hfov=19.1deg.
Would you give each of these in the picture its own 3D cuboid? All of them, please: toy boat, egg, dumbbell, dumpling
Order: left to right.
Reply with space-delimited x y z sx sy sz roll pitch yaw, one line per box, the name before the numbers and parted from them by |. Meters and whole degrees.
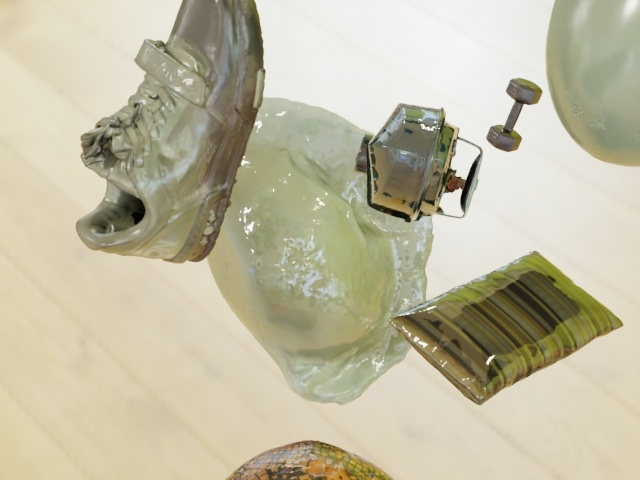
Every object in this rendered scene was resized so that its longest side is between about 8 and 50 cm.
dumpling | -0.022 0.019 2.197 0.270 0.320 0.212 -1 40 31
toy boat | 0.079 -0.060 1.491 0.103 0.093 0.246 15 -1 1
dumbbell | 0.216 -0.140 2.123 0.036 0.083 0.040 31 22 22
egg | 0.307 -0.195 1.642 0.203 0.203 0.283 34 98 46

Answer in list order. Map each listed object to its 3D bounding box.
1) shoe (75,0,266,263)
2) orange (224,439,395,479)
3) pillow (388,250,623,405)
shoe | -0.151 -0.107 1.760 0.149 0.293 0.109 -7 29 -36
orange | -0.015 0.301 1.779 0.234 0.234 0.182 -24 22 -15
pillow | 0.159 0.071 1.611 0.203 0.038 0.113 -21 54 -42
